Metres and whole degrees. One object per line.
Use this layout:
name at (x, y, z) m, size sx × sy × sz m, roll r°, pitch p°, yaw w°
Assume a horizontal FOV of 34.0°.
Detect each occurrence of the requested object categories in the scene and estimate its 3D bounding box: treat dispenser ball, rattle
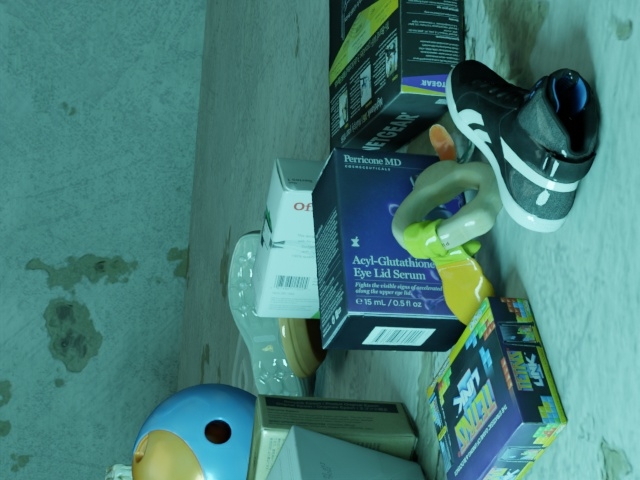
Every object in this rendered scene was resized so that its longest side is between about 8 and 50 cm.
treat dispenser ball at (-0.195, 0.402, 1.879) m, size 0.288 × 0.288 × 0.288 m, roll -177°, pitch 90°, yaw -75°
rattle at (0.159, -0.025, 1.115) m, size 0.130 × 0.143 × 0.199 m, roll -43°, pitch 19°, yaw 24°

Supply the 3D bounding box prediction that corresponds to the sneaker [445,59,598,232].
sneaker at (0.189, -0.123, 0.945) m, size 0.121 × 0.079 × 0.217 m, roll 111°, pitch 149°, yaw -42°

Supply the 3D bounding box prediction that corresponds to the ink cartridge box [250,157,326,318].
ink cartridge box at (0.000, 0.000, 1.460) m, size 0.092 × 0.160 × 0.219 m, roll -107°, pitch 25°, yaw -52°

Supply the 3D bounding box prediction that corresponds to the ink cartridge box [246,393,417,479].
ink cartridge box at (0.003, 0.317, 1.324) m, size 0.088 × 0.193 × 0.234 m, roll -109°, pitch 26°, yaw -66°

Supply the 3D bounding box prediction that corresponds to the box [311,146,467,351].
box at (0.079, 0.012, 1.170) m, size 0.108 × 0.153 × 0.207 m, roll 120°, pitch 149°, yaw -60°

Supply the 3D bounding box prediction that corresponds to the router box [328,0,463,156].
router box at (0.087, -0.252, 1.324) m, size 0.309 × 0.081 × 0.243 m, roll 148°, pitch 124°, yaw -72°

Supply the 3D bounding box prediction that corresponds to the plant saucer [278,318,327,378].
plant saucer at (-0.023, 0.113, 1.628) m, size 0.200 × 0.037 × 0.200 m, roll -6°, pitch -90°, yaw -76°

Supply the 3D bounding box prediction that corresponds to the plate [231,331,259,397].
plate at (-0.144, 0.296, 2.185) m, size 0.277 × 0.045 × 0.278 m, roll -107°, pitch 24°, yaw -51°

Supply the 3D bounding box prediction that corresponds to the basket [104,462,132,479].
basket at (-0.299, 0.613, 2.192) m, size 0.328 × 0.331 × 0.266 m, roll 137°, pitch 139°, yaw -70°

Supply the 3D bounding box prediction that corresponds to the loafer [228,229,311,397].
loafer at (-0.077, 0.127, 1.713) m, size 0.111 × 0.112 × 0.319 m, roll -60°, pitch -35°, yaw -65°

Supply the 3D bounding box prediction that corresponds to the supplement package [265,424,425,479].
supplement package at (-0.003, 0.399, 1.213) m, size 0.177 × 0.175 × 0.293 m, roll -106°, pitch 38°, yaw -65°

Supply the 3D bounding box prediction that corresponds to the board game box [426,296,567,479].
board game box at (0.164, 0.160, 1.013) m, size 0.170 × 0.048 × 0.141 m, roll 112°, pitch 157°, yaw -46°
